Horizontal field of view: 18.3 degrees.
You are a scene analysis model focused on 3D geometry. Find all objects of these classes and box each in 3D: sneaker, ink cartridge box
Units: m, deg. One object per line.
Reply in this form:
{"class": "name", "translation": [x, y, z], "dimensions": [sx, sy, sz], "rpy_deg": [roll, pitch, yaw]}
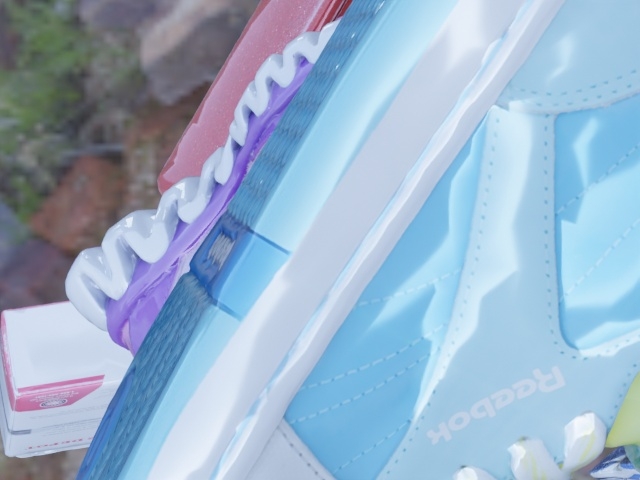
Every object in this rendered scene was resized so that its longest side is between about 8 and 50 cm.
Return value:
{"class": "sneaker", "translation": [0.000, 0.000, 0.758], "dimensions": [0.236, 0.095, 0.104], "rpy_deg": [-43, 63, 38]}
{"class": "ink cartridge box", "translation": [-0.224, 0.128, 1.887], "dimensions": [0.218, 0.158, 0.092], "rpy_deg": [115, 144, -66]}
{"class": "sneaker", "translation": [0.330, 0.251, 2.104], "dimensions": [0.058, 0.052, 0.135], "rpy_deg": [55, 164, -3]}
{"class": "sneaker", "translation": [0.057, 0.054, 0.589], "dimensions": [0.319, 0.208, 0.127], "rpy_deg": [-58, 10, 8]}

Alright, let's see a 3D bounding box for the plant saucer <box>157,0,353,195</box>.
{"class": "plant saucer", "translation": [0.070, -0.074, 1.240], "dimensions": [0.259, 0.258, 0.048], "rpy_deg": [-59, 12, 10]}
